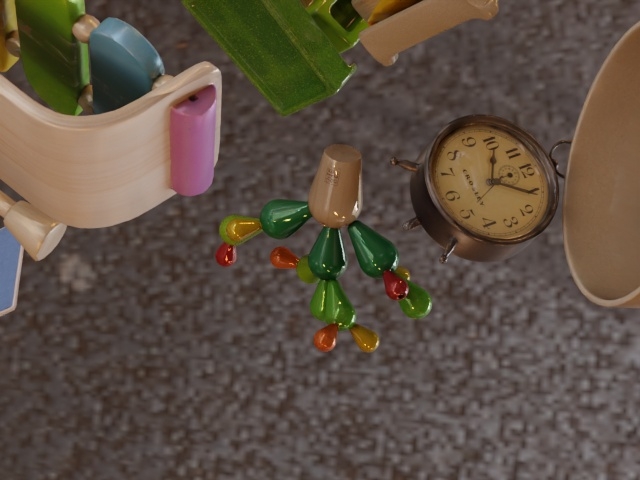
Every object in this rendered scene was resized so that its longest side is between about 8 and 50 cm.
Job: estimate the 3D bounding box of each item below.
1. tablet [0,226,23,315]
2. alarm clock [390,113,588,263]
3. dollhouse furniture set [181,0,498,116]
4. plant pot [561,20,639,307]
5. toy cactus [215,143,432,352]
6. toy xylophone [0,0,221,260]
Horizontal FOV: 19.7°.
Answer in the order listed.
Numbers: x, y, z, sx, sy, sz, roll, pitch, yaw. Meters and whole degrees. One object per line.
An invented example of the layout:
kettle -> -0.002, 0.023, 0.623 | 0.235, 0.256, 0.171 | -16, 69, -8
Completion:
tablet -> -0.268, 0.024, 1.571 | 0.006, 0.054, 0.083 | 19, 66, -33
alarm clock -> 0.163, -0.050, 1.674 | 0.192, 0.064, 0.129 | -19, 74, -22
dollhouse furniture set -> 0.054, -0.263, 1.674 | 0.151, 0.301, 0.197 | 51, 50, -16
plant pot -> 0.391, -0.046, 1.611 | 0.274, 0.256, 0.257 | 11, 82, -17
toy cactus -> 0.000, 0.000, 1.670 | 0.112, 0.219, 0.180 | -31, 139, -45
toy xylophone -> -0.196, -0.113, 0.958 | 0.322, 0.236, 0.081 | 41, 69, 3
